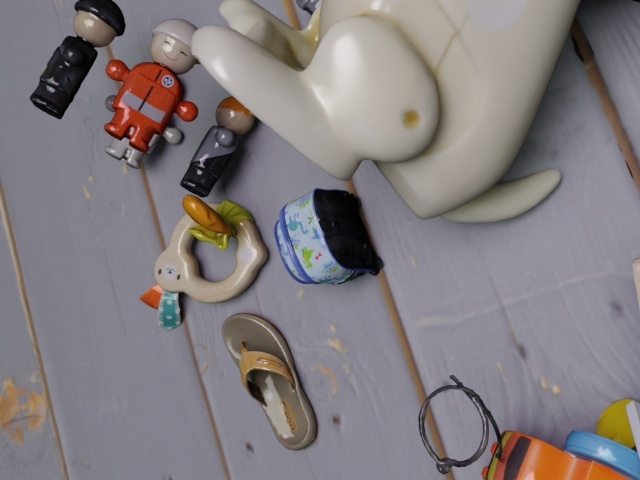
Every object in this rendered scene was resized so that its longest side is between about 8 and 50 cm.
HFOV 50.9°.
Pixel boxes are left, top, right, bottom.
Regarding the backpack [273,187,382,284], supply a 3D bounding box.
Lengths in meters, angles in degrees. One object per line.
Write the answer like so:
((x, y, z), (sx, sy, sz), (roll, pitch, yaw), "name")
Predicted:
((0.000, 0.000, 0.732), (0.084, 0.114, 0.105), (-24, 78, 23), "backpack")

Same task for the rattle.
((-0.172, 0.036, 0.805), (0.199, 0.143, 0.130), (-30, 94, 15), "rattle")

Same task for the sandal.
((-0.064, 0.164, 0.791), (0.072, 0.049, 0.180), (-34, 74, 20), "sandal")

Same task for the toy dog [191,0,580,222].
((0.146, -0.227, 0.556), (0.395, 0.284, 0.408), (41, 109, -9), "toy dog")

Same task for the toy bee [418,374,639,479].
((0.225, 0.216, 0.616), (0.195, 0.162, 0.298), (-40, 83, -14), "toy bee")

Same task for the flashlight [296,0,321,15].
((0.097, -0.350, 0.712), (0.304, 0.103, 0.103), (-47, 72, 15), "flashlight")

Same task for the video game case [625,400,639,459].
((0.315, 0.193, 0.561), (0.122, 0.087, 0.011), (26, 127, -10), "video game case")

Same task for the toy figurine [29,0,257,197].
((-0.196, -0.166, 0.786), (0.213, 0.209, 0.148), (22, 81, 31), "toy figurine")

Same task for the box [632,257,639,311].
((0.418, 0.061, 0.502), (0.311, 0.121, 0.148), (-12, 81, 34), "box")
